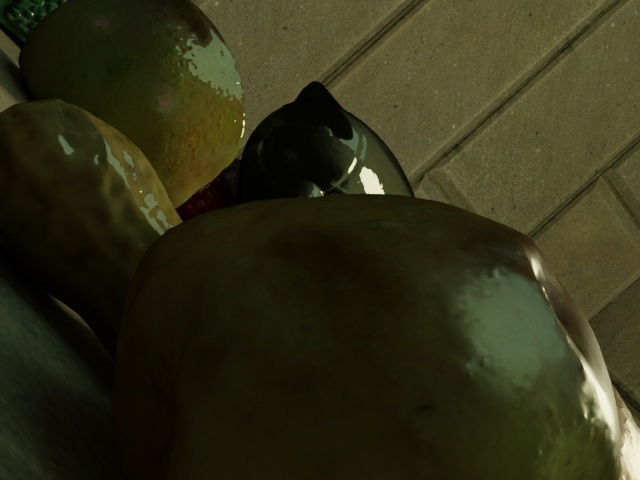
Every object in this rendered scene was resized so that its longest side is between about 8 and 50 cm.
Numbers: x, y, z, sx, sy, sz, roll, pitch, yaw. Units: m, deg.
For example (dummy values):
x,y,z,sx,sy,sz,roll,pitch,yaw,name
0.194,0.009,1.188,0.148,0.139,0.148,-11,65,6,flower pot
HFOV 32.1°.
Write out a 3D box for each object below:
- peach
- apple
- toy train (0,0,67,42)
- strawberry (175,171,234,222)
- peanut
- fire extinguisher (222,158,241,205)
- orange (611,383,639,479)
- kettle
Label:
x,y,z,sx,sy,sz,roll,pitch,yaw,name
0.013,0.070,0.495,0.235,0.214,0.214,43,-1,33,peach
-0.194,-0.165,1.115,0.265,0.193,0.120,52,13,19,apple
-0.321,-0.305,1.421,0.266,0.145,0.202,41,6,-27,toy train
-0.159,-0.067,1.311,0.145,0.086,0.145,54,-5,7,strawberry
-0.103,0.018,0.626,0.229,0.098,0.103,51,28,-13,peanut
-0.110,-0.063,1.730,0.344,0.138,0.102,-127,-145,-64,fire extinguisher
0.102,0.146,0.670,0.249,0.183,0.249,52,-15,20,orange
0.000,0.000,1.329,0.324,0.228,0.320,68,27,-55,kettle
